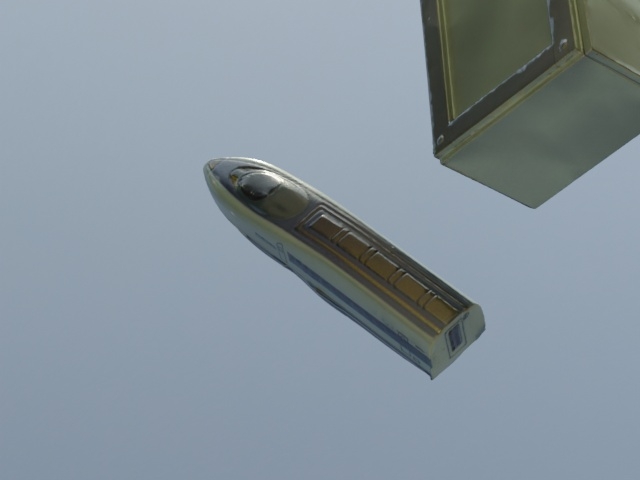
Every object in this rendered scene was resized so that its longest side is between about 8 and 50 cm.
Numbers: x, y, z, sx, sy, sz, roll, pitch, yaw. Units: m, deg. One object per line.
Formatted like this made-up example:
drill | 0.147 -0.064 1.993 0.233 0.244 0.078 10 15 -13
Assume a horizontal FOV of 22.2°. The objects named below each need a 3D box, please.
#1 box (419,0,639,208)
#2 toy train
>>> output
box | 0.136 -0.154 1.028 0.086 0.129 0.225 23 -133 -31
toy train | 0.000 0.000 1.095 0.252 0.048 0.055 36 -108 32
